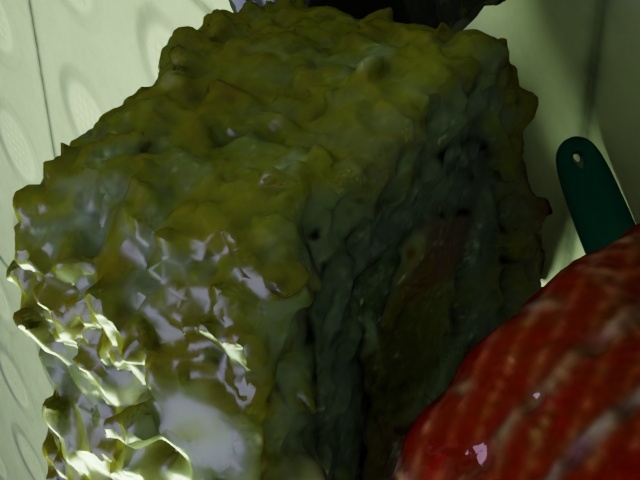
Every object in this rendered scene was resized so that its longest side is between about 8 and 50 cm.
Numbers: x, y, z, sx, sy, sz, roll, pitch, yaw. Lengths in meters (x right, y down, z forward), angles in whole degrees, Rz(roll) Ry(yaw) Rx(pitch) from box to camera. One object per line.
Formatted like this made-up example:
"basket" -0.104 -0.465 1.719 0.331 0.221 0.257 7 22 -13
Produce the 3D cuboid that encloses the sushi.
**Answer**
"sushi" -0.024 0.066 1.069 0.240 0.351 0.396 16 130 30

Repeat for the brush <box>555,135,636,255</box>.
"brush" 0.208 0.018 1.181 0.032 0.043 0.193 179 68 -83

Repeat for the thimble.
"thimble" 0.201 0.166 0.956 0.230 0.350 0.350 42 149 33

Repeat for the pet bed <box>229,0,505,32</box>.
"pet bed" 0.026 -0.232 1.187 0.183 0.159 0.211 -3 115 39
